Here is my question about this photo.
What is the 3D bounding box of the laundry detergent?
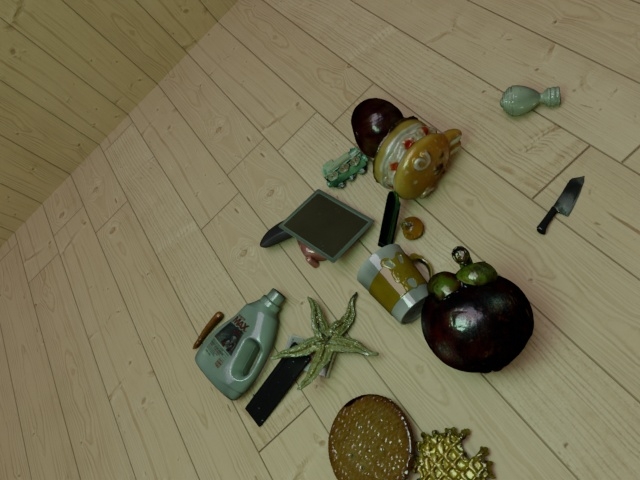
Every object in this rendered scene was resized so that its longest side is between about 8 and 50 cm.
[{"bbox_3d":[-0.264,0.361,1.837,0.264,0.124,0.398,37,86,37],"label":"laundry detergent"}]

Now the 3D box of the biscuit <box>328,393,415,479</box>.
[{"bbox_3d":[0.152,0.626,1.512,0.305,0.038,0.306,-17,58,30],"label":"biscuit"}]

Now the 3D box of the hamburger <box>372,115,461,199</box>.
[{"bbox_3d":[0.344,-0.282,1.719,0.302,0.261,0.186,-39,55,-23],"label":"hamburger"}]

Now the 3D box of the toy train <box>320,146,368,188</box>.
[{"bbox_3d":[0.096,-0.291,1.961,0.194,0.080,0.125,-35,51,13],"label":"toy train"}]

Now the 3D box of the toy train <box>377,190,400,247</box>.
[{"bbox_3d":[0.246,-0.074,1.730,0.044,0.042,0.209,25,117,35],"label":"toy train"}]

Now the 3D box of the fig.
[{"bbox_3d":[0.221,-0.427,1.857,0.214,0.235,0.235,-29,57,15],"label":"fig"}]

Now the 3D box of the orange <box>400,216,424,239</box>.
[{"bbox_3d":[0.320,-0.046,1.730,0.086,0.062,0.086,-11,63,22],"label":"orange"}]

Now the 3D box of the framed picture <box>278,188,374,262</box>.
[{"bbox_3d":[0.020,-0.058,1.844,0.296,0.019,0.232,34,68,32],"label":"framed picture"}]

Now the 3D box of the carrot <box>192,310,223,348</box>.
[{"bbox_3d":[-0.455,0.363,1.996,0.190,0.037,0.037,-52,54,4],"label":"carrot"}]

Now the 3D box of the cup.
[{"bbox_3d":[0.272,0.133,1.622,0.241,0.185,0.226,-25,57,-20],"label":"cup"}]

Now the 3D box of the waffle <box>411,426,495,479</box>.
[{"bbox_3d":[0.367,0.646,1.390,0.231,0.051,0.229,-13,65,25],"label":"waffle"}]

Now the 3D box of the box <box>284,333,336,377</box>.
[{"bbox_3d":[-0.042,0.404,1.744,0.198,0.029,0.109,9,72,32],"label":"box"}]

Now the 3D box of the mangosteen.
[{"bbox_3d":[0.424,0.192,1.394,0.306,0.306,0.360,-21,85,20],"label":"mangosteen"}]

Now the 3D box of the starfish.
[{"bbox_3d":[0.004,0.333,1.686,0.357,0.078,0.347,-16,50,6],"label":"starfish"}]

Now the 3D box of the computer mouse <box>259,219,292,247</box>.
[{"bbox_3d":[-0.146,-0.041,1.971,0.232,0.057,0.120,-23,24,20],"label":"computer mouse"}]

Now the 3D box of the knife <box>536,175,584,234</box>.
[{"bbox_3d":[0.756,-0.111,1.541,0.060,0.028,0.230,33,83,24],"label":"knife"}]

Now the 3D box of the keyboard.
[{"bbox_3d":[-0.154,0.504,1.745,0.101,0.018,0.310,39,97,33],"label":"keyboard"}]

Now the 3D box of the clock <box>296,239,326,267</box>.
[{"bbox_3d":[0.000,0.000,1.872,0.162,0.093,0.166,-33,55,9],"label":"clock"}]

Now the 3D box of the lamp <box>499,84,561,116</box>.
[{"bbox_3d":[0.714,-0.484,1.693,0.192,0.106,0.106,-4,66,18],"label":"lamp"}]
